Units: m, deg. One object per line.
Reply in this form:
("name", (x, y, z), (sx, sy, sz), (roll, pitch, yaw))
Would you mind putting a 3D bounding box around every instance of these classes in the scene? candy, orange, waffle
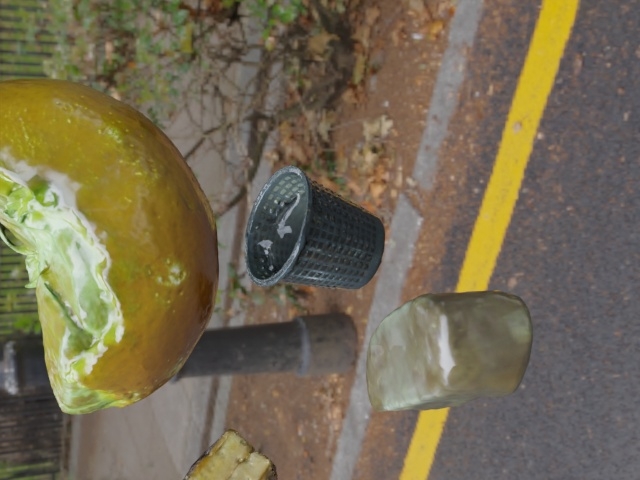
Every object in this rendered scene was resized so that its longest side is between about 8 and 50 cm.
("candy", (0.120, 0.117, 0.848), (0.234, 0.104, 0.102), (134, 134, -69))
("orange", (-0.157, -0.010, 0.569), (0.237, 0.158, 0.179), (57, 166, 5))
("waffle", (-0.149, 0.397, 1.064), (0.091, 0.213, 0.308), (31, 143, 18))

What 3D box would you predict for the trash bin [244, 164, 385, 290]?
("trash bin", (0.000, 0.000, 1.190), (0.175, 0.161, 0.175), (-38, 43, 46))
